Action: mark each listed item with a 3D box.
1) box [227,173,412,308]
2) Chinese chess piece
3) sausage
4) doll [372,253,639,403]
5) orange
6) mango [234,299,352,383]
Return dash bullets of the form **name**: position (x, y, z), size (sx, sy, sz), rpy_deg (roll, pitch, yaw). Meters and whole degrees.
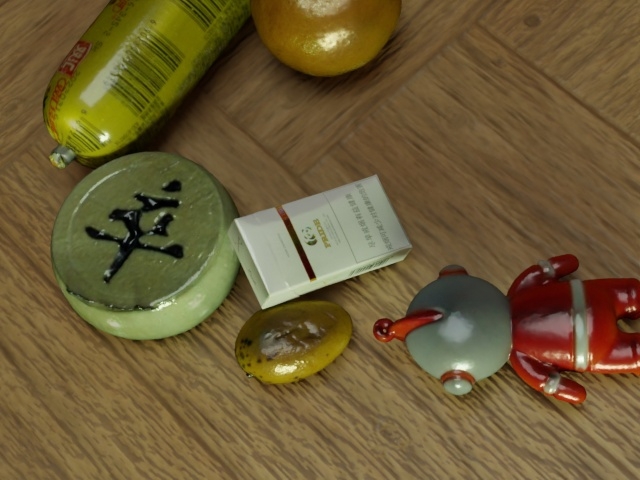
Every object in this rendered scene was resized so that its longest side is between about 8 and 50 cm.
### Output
- **box**: position (0.000, 0.000, 1.306), size (0.154, 0.040, 0.084), rpy_deg (-18, 74, -22)
- **Chinese chess piece**: position (-0.169, 0.004, 1.350), size (0.188, 0.083, 0.188), rpy_deg (-5, 63, 11)
- **sausage**: position (-0.168, -0.208, 1.432), size (0.123, 0.123, 0.347), rpy_deg (29, 72, 23)
- **doll**: position (0.170, 0.080, 1.248), size (0.245, 0.076, 0.142), rpy_deg (-3, 62, 6)
- **orange**: position (0.007, -0.241, 1.413), size (0.155, 0.134, 0.154), rpy_deg (-3, 80, 15)
- **mango**: position (-0.024, 0.092, 1.293), size (0.114, 0.057, 0.079), rpy_deg (-21, 57, -9)
